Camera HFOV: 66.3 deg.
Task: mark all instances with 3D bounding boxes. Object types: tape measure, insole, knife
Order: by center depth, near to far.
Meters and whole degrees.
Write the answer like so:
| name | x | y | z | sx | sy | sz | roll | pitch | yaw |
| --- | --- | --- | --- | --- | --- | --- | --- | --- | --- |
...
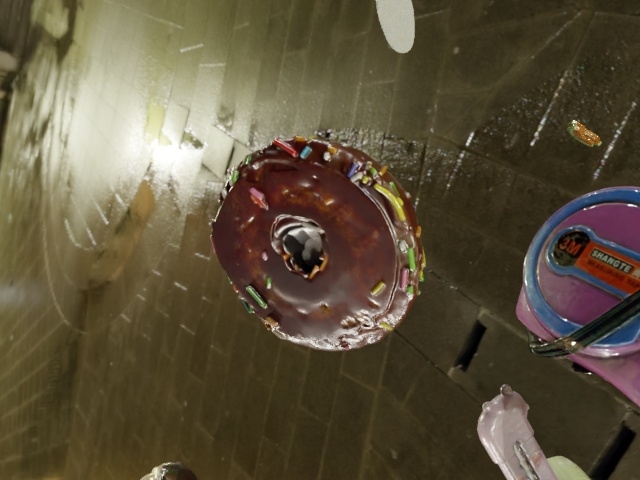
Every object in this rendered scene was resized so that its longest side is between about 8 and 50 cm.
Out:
| name | x | y | z | sx | sy | sz | roll | pitch | yaw |
| --- | --- | --- | --- | --- | --- | --- | --- | --- | --- |
| tape measure | 0.363 | 0.065 | 0.587 | 0.245 | 0.149 | 0.231 | -60 | 28 | 9 |
| knife | 0.337 | 0.392 | 0.726 | 0.399 | 0.132 | 0.038 | 58 | 160 | -11 |
| insole | 0.106 | -0.388 | 0.751 | 0.065 | 0.004 | 0.197 | 2 | 114 | 47 |

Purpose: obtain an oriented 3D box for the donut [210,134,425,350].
| name | x | y | z | sx | sy | sz | roll | pitch | yaw |
| --- | --- | --- | --- | --- | --- | --- | --- | --- | --- |
| donut | 0.000 | 0.000 | 0.511 | 0.235 | 0.089 | 0.235 | 12 | 116 | 26 |

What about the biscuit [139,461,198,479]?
| name | x | y | z | sx | sy | sz | roll | pitch | yaw |
| --- | --- | --- | --- | --- | --- | --- | --- | --- | --- |
| biscuit | -0.191 | 0.260 | 0.399 | 0.219 | 0.055 | 0.061 | -36 | 57 | 9 |

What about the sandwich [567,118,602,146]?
| name | x | y | z | sx | sy | sz | roll | pitch | yaw |
| --- | --- | --- | --- | --- | --- | --- | --- | --- | --- |
| sandwich | 0.762 | -0.309 | 1.427 | 0.029 | 0.135 | 0.067 | -59 | 23 | 11 |

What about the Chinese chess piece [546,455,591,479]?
| name | x | y | z | sx | sy | sz | roll | pitch | yaw |
| --- | --- | --- | --- | --- | --- | --- | --- | --- | --- |
| Chinese chess piece | 0.373 | 0.481 | 0.860 | 0.238 | 0.237 | 0.092 | -59 | 39 | 25 |
